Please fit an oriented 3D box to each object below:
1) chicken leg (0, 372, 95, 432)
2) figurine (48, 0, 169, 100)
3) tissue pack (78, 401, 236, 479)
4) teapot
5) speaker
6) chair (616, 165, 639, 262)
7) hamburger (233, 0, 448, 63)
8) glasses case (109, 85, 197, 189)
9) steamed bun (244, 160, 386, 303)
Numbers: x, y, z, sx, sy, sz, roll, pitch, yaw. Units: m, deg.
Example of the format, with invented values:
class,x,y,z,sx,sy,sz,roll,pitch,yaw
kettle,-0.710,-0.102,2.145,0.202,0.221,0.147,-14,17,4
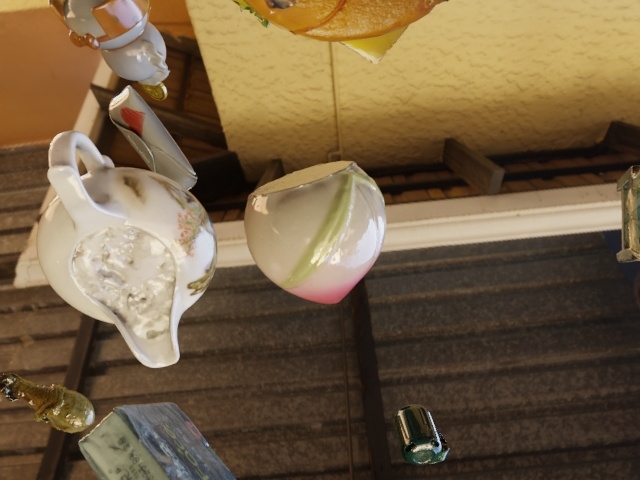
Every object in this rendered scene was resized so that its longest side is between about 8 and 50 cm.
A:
class,x,y,z,sx,sy,sz,roll,pitch,yaw
chicken leg,-0.619,0.364,1.119,0.227,0.103,0.088,27,-119,-16
figurine,-0.317,-0.325,0.773,0.143,0.271,0.143,-3,-135,3
tissue pack,-0.270,0.403,0.883,0.103,0.316,0.228,-43,-102,-11
teapot,-0.230,0.008,0.586,0.204,0.298,0.139,-17,-147,3
speaker,0.149,0.297,0.740,0.060,0.094,0.075,-28,-149,11
chair,0.490,-0.038,0.659,0.147,0.270,0.136,0,-92,22
hamburger,0.019,-0.255,0.351,0.243,0.261,0.139,8,-113,-35
glasses case,-0.441,-0.257,1.308,0.083,0.308,0.128,-43,-163,-26
steamed bun,0.000,0.000,1.037,0.309,0.309,0.309,-4,-129,4
